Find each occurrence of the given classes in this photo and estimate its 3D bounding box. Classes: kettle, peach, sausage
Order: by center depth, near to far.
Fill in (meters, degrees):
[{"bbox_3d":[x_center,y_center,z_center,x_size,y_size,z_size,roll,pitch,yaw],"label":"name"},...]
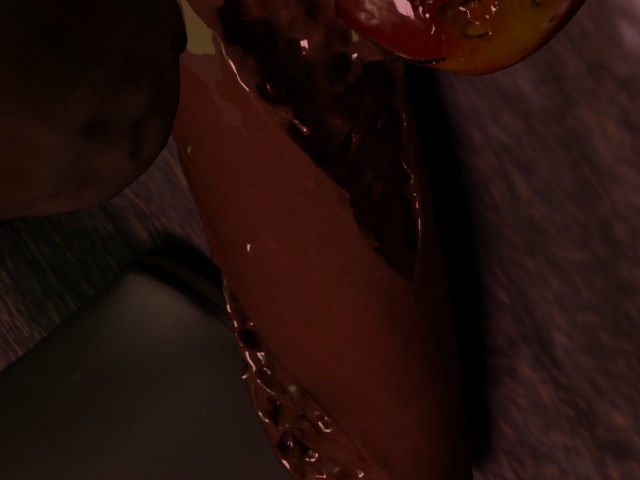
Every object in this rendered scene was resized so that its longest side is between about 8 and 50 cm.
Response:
[{"bbox_3d":[0.042,-0.078,0.416,0.050,0.077,0.083,36,110,37],"label":"peach"},{"bbox_3d":[0.001,0.002,0.571,0.326,0.079,0.087,75,171,-46],"label":"sausage"},{"bbox_3d":[-0.116,0.199,0.771,0.265,0.318,0.205,50,156,-6],"label":"kettle"}]

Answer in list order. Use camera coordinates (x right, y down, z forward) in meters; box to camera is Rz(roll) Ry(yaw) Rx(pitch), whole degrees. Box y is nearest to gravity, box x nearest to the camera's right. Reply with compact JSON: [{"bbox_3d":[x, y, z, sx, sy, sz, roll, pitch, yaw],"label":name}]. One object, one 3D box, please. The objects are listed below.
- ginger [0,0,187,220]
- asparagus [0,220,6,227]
[{"bbox_3d":[-0.100,-0.157,0.373,0.244,0.155,0.304,-36,88,26],"label":"ginger"},{"bbox_3d":[-0.180,-0.070,0.837,0.034,0.027,0.236,25,150,22],"label":"asparagus"}]
